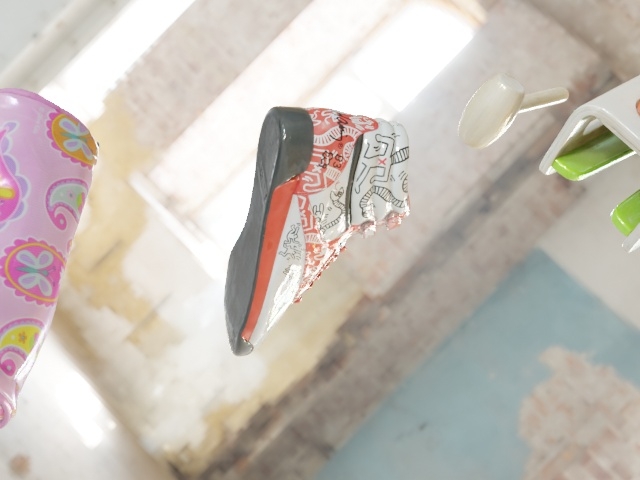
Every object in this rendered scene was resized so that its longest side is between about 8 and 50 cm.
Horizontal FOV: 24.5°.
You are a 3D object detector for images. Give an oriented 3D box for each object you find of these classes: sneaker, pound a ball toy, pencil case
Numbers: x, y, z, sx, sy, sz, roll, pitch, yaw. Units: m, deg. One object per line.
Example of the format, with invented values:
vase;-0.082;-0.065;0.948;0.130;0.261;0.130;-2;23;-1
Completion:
sneaker;0.001;0.000;1.374;0.145;0.270;0.090;2;34;-20
pound a ball toy;0.316;-0.131;1.471;0.208;0.136;0.319;45;42;18
pencil case;-0.269;0.013;1.211;0.124;0.124;0.284;45;43;-40
